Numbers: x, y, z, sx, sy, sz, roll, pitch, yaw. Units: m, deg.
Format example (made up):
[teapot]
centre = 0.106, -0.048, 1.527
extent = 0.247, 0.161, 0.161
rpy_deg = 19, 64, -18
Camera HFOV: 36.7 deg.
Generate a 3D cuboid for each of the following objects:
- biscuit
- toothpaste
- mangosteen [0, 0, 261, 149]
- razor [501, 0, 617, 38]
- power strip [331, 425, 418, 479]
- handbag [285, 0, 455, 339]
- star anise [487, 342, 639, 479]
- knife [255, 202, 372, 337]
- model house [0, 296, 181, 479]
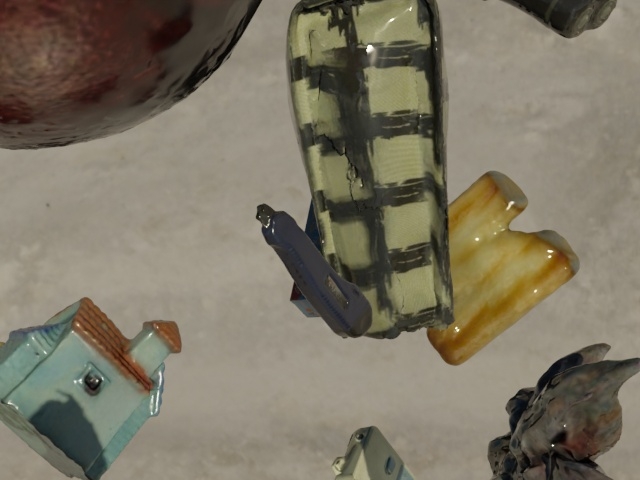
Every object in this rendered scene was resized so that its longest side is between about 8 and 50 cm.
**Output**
[biscuit]
centre = 0.267, 0.047, 1.655
extent = 0.291, 0.062, 0.237
rpy_deg = -41, 76, 4
[toothpaste]
centre = 0.000, 0.000, 1.258
extent = 0.044, 0.070, 0.193
rpy_deg = -8, 53, 29
[mangosteen]
centre = -0.160, -0.178, 0.459
extent = 0.293, 0.297, 0.297
rpy_deg = -37, 50, -16
[razor]
centre = 0.253, -0.282, 1.086
extent = 0.090, 0.054, 0.148
rpy_deg = -25, 46, -31
[power strip]
centre = 0.079, 0.273, 0.970
extent = 0.035, 0.192, 0.081
rpy_deg = -21, 24, 34
[handbag]
centre = 0.056, -0.095, 1.007
extent = 0.163, 0.326, 0.325
rpy_deg = -6, 10, 4
[star anise]
centre = 0.139, 0.152, 0.597
extent = 0.061, 0.204, 0.180
rpy_deg = 11, 64, -6
[knife]
centre = -0.002, 0.019, 0.565
extent = 0.018, 0.121, 0.031
rpy_deg = -1, 50, 34
[model house]
centre = -0.431, 0.235, 1.782
extent = 0.329, 0.295, 0.252
rpy_deg = -49, 20, -23
